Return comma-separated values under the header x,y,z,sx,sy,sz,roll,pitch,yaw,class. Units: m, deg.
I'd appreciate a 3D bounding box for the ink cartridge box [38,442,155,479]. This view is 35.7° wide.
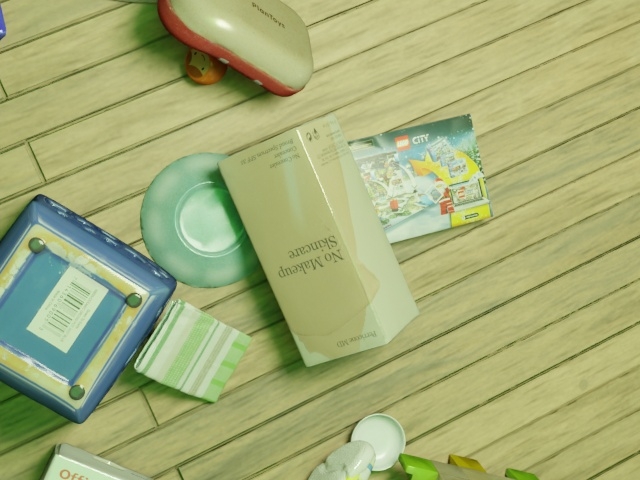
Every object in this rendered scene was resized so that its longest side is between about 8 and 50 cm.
x,y,z,sx,sy,sz,roll,pitch,yaw,class
-0.326,0.399,1.329,0.154,0.093,0.212,26,82,-12,ink cartridge box

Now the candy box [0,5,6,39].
x,y,z,sx,sy,sz,roll,pitch,yaw,class
-0.569,-0.377,1.238,0.268,0.122,0.317,-14,92,-26,candy box

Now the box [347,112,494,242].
x,y,z,sx,sy,sz,roll,pitch,yaw,class
0.127,-0.084,1.466,0.233,0.044,0.159,-14,93,-13,box

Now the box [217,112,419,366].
x,y,z,sx,sy,sz,roll,pitch,yaw,class
0.000,0.000,1.367,0.148,0.121,0.311,-22,95,30,box

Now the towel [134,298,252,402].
x,y,z,sx,sy,sz,roll,pitch,yaw,class
-0.174,0.154,1.368,0.152,0.023,0.113,33,87,-43,towel

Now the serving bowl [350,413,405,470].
x,y,z,sx,sy,sz,roll,pitch,yaw,class
0.082,0.294,1.462,0.083,0.027,0.083,0,89,-13,serving bowl

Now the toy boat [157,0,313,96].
x,y,z,sx,sy,sz,roll,pitch,yaw,class
-0.130,-0.270,1.363,0.231,0.151,0.151,28,41,-37,toy boat

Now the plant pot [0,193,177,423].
x,y,z,sx,sy,sz,roll,pitch,yaw,class
-0.332,0.088,1.268,0.236,0.212,0.236,34,82,-11,plant pot

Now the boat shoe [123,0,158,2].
x,y,z,sx,sy,sz,roll,pitch,yaw,class
-0.239,-0.369,1.371,0.184,0.066,0.063,-2,80,-13,boat shoe

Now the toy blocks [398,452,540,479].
x,y,z,sx,sy,sz,roll,pitch,yaw,class
0.262,0.487,1.448,0.381,0.191,0.261,16,98,-12,toy blocks

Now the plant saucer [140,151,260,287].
x,y,z,sx,sy,sz,roll,pitch,yaw,class
-0.154,-0.029,1.402,0.195,0.037,0.195,0,89,-15,plant saucer

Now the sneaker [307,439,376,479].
x,y,z,sx,sy,sz,roll,pitch,yaw,class
0.025,0.403,1.423,0.126,0.091,0.240,37,93,-21,sneaker
